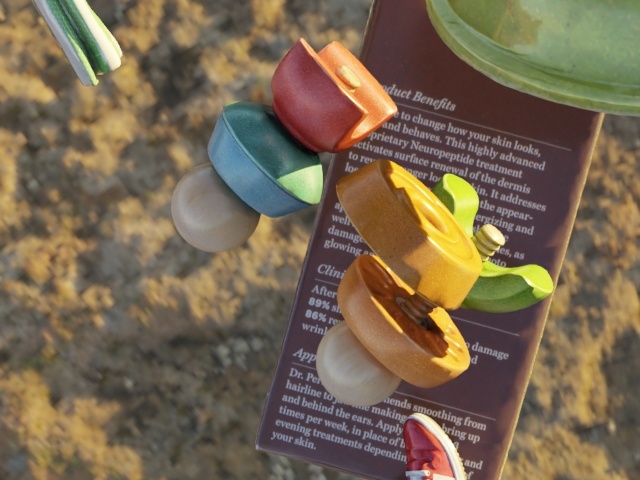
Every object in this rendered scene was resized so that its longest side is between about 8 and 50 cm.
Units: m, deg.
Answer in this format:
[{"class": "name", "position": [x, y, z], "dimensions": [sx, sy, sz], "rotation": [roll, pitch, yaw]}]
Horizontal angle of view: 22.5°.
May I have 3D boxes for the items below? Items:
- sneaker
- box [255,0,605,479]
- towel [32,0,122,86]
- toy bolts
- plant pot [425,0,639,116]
[{"class": "sneaker", "position": [0.068, 0.184, 1.111], "dimensions": [0.067, 0.118, 0.042], "rotation": [-22, 3, -33]}, {"class": "box", "position": [0.089, -0.004, 1.244], "dimensions": [0.191, 0.143, 0.381], "rotation": [16, 95, 3]}, {"class": "towel", "position": [-0.245, -0.256, 1.264], "dimensions": [0.038, 0.248, 0.325], "rotation": [-31, 22, -5]}, {"class": "toy bolts", "position": [0.000, 0.000, 1.011], "dimensions": [0.158, 0.218, 0.228], "rotation": [-43, 76, 16]}, {"class": "plant pot", "position": [0.181, -0.240, 0.788], "dimensions": [0.276, 0.254, 0.276], "rotation": [-4, 38, 3]}]
